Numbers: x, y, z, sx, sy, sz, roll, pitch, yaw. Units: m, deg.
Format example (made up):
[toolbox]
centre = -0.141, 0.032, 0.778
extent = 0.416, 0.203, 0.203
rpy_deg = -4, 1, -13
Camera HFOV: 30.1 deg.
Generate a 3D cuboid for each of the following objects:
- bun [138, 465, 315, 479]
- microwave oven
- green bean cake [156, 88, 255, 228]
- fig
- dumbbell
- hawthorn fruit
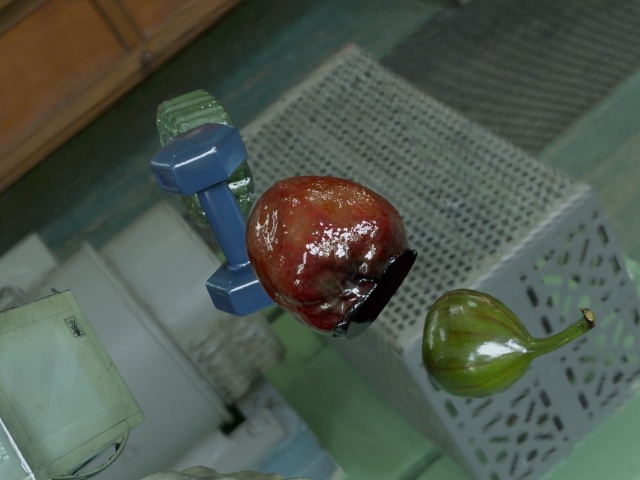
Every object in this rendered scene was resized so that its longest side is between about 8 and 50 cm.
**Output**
[bun]
centre = -0.098, 0.378, 1.366
extent = 0.359, 0.211, 0.360
rpy_deg = 4, 12, -1
[microwave oven]
centre = -0.530, 0.296, 2.014
extent = 0.247, 0.333, 0.394
rpy_deg = -33, -3, 18
[green bean cake]
centre = -0.211, -0.142, 2.182
extent = 0.124, 0.227, 0.222
rpy_deg = -22, 28, -15
[fig]
centre = 0.258, 0.140, 1.589
extent = 0.259, 0.151, 0.151
rpy_deg = -3, 48, 34
[dumbbell]
centre = -0.160, -0.033, 2.016
extent = 0.160, 0.325, 0.144
rpy_deg = -21, 21, 3
[hawthorn fruit]
centre = 0.000, 0.000, 1.448
extent = 0.189, 0.189, 0.251
rpy_deg = -38, 47, -6
